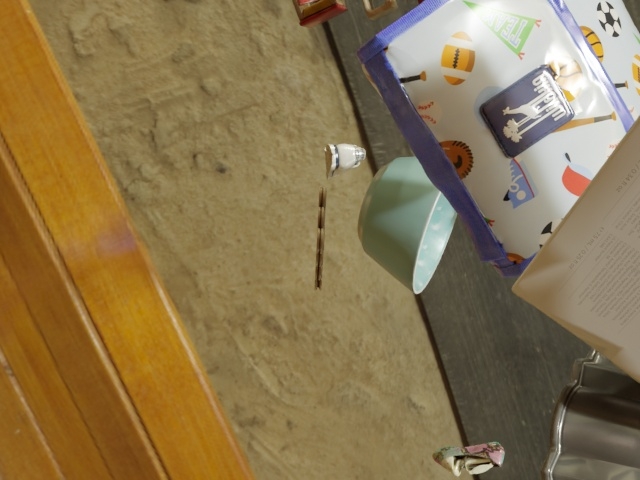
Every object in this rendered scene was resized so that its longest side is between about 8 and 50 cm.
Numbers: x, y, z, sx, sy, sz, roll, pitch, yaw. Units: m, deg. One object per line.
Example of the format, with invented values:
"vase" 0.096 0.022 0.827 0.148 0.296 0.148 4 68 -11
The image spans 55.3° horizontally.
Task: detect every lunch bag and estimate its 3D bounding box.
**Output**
"lunch bag" 0.251 -0.184 0.763 0.328 0.385 0.239 56 146 -9

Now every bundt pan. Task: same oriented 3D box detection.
"bundt pan" 0.365 0.273 0.643 0.124 0.330 0.331 -3 99 47

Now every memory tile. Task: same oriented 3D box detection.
"memory tile" 0.000 0.000 0.927 0.012 0.148 0.113 3 57 -1

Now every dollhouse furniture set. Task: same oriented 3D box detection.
"dollhouse furniture set" 0.104 -0.516 1.245 0.374 0.201 0.152 -18 95 25

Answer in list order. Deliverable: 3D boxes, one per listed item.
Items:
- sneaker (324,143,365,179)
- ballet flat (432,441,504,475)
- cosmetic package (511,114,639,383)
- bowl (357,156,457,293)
"sneaker" 0.060 -0.215 1.643 0.094 0.235 0.090 -9 96 -4
"ballet flat" 0.407 0.617 1.707 0.221 0.079 0.077 -21 119 33
"cosmetic package" 0.369 -0.021 0.454 0.284 0.097 0.377 40 130 19
"bowl" 0.189 -0.057 1.323 0.163 0.311 0.312 21 103 19
